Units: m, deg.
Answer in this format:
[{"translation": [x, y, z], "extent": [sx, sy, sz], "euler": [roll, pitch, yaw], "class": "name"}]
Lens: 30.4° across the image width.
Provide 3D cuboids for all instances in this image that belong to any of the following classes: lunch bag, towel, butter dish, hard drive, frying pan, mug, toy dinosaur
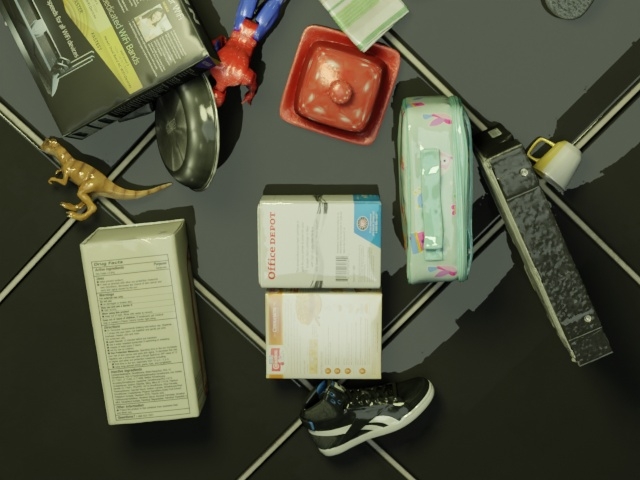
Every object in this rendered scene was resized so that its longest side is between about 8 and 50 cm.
[{"translation": [0.174, -0.072, 1.758], "extent": [0.107, 0.224, 0.279], "euler": [-4, 102, 2], "class": "lunch bag"}, {"translation": [0.054, -0.372, 1.766], "extent": [0.113, 0.023, 0.152], "euler": [-44, 101, -25], "class": "towel"}, {"translation": [0.029, -0.229, 1.778], "extent": [0.160, 0.118, 0.160], "euler": [17, 103, -3], "class": "butter dish"}, {"translation": [0.325, 0.001, 1.766], "extent": [0.064, 0.237, 0.339], "euler": [-25, 102, 7], "class": "hard drive"}, {"translation": [-0.202, -0.232, 1.746], "extent": [0.053, 0.197, 0.326], "euler": [-8, 106, -27], "class": "frying pan"}, {"translation": [0.367, -0.124, 1.828], "extent": [0.078, 0.062, 0.064], "euler": [37, 93, -14], "class": "mug"}, {"translation": [-0.354, -0.086, 1.846], "extent": [0.211, 0.064, 0.112], "euler": [28, 101, -6], "class": "toy dinosaur"}]

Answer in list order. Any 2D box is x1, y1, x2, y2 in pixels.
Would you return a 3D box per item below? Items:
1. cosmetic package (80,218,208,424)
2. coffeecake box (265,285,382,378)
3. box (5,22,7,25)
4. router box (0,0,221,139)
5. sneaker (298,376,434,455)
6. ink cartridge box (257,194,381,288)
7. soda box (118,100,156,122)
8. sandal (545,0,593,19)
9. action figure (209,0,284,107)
[{"translation": [-0.273, 0.127, 1.860], "extent": [0.153, 0.129, 0.296], "euler": [-4, 103, 3], "class": "cosmetic package"}, {"translation": [0.005, 0.145, 1.889], "extent": [0.185, 0.068, 0.142], "euler": [0, 103, 1], "class": "coffeecake box"}, {"translation": [-0.403, -0.470, 1.758], "extent": [0.063, 0.067, 0.324], "euler": [15, 102, -1], "class": "box"}, {"translation": [-0.320, -0.335, 1.678], "extent": [0.243, 0.081, 0.309], "euler": [-27, 87, 9], "class": "router box"}, {"translation": [0.067, 0.257, 1.896], "extent": [0.217, 0.079, 0.121], "euler": [-30, 116, 9], "class": "sneaker"}, {"translation": [0.000, 0.000, 1.849], "extent": [0.190, 0.082, 0.140], "euler": [1, 102, 2], "class": "ink cartridge box"}, {"translation": [-0.306, -0.271, 1.807], "extent": [0.060, 0.053, 0.169], "euler": [-16, 102, 5], "class": "soda box"}, {"translation": [0.429, -0.446, 1.763], "extent": [0.097, 0.054, 0.254], "euler": [43, 110, -1], "class": "sandal"}, {"translation": [-0.106, -0.318, 1.785], "extent": [0.091, 0.139, 0.280], "euler": [26, 79, -3], "class": "action figure"}]
